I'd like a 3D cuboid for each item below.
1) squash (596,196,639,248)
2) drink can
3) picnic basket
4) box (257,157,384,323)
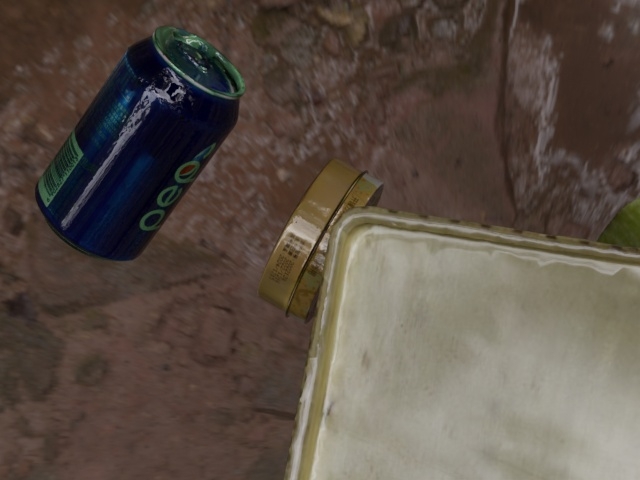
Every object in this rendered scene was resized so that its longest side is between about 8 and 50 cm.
[{"bbox_3d":[0.322,0.035,1.161,0.220,0.220,0.133,-34,44,1],"label":"squash"},{"bbox_3d":[-0.159,-0.084,1.411,0.118,0.118,0.205,44,115,9],"label":"drink can"},{"bbox_3d":[0.159,0.118,0.926,0.312,0.175,0.228,9,86,23],"label":"picnic basket"},{"bbox_3d":[0.000,0.000,0.999,0.037,0.105,0.106,30,87,7],"label":"box"}]
